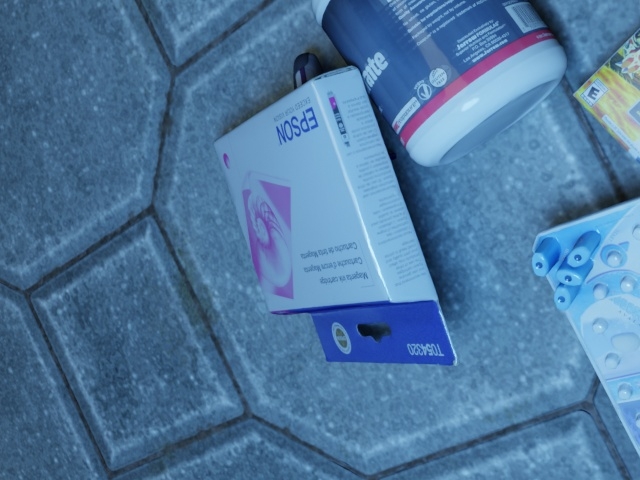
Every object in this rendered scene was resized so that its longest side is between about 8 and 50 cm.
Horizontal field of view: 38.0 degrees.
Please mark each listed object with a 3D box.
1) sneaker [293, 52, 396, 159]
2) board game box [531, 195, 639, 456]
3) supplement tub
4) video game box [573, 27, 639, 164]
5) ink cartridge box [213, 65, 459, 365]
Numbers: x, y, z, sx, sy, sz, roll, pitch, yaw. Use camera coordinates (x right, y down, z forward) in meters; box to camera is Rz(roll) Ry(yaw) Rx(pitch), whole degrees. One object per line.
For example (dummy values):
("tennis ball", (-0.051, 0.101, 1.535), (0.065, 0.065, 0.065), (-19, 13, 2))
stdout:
("sneaker", (0.037, -0.126, 1.130), (0.098, 0.083, 0.224), (-14, 99, 13))
("board game box", (0.442, 0.115, 0.867), (0.390, 0.050, 0.390), (-22, 101, 39))
("supplement tub", (0.111, -0.233, 0.978), (0.191, 0.191, 0.272), (-39, 80, 32))
("video game box", (0.389, -0.139, 0.915), (0.205, 0.048, 0.187), (49, 118, 13))
("ink cartridge box", (0.000, 0.000, 1.079), (0.324, 0.071, 0.330), (-16, 93, 64))
